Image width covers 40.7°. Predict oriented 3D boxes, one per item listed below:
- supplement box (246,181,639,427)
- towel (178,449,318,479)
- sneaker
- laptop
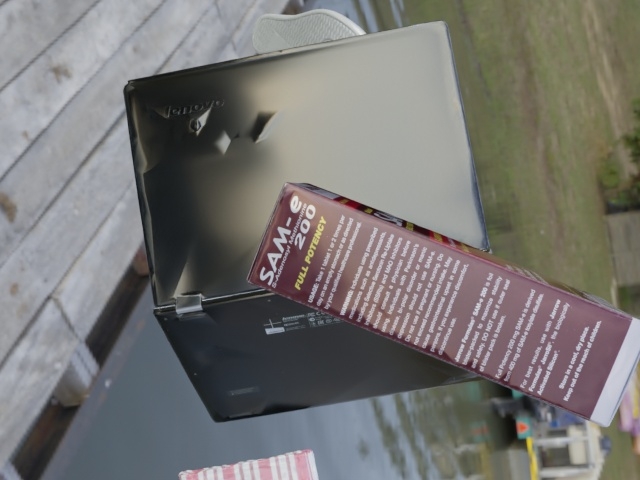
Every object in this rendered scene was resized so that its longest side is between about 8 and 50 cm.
[{"bbox_3d":[0.081,0.035,0.585,0.130,0.239,0.073,-34,145,-84],"label":"supplement box"},{"bbox_3d":[-0.095,0.384,1.235,0.029,0.197,0.144,-77,157,-89],"label":"towel"},{"bbox_3d":[0.027,-0.293,1.310,0.151,0.256,0.094,2,106,-41],"label":"sneaker"},{"bbox_3d":[0.000,0.000,1.059,0.408,0.382,0.236,75,7,-48],"label":"laptop"}]
